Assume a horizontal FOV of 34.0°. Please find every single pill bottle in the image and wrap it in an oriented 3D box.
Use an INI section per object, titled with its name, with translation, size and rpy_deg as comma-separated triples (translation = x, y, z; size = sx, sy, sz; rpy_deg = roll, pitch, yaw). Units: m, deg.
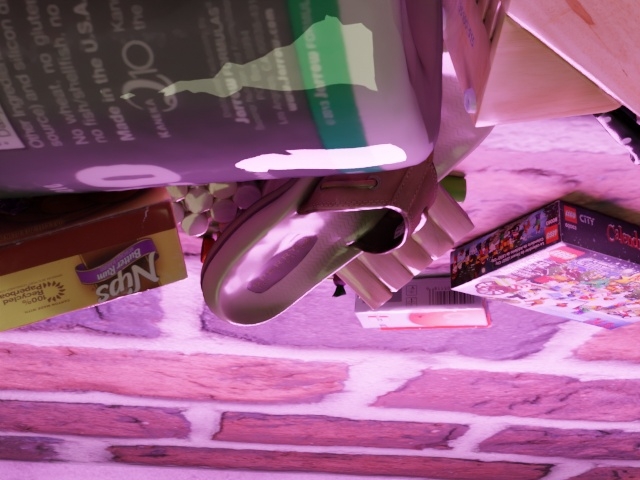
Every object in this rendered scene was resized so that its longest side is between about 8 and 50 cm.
[pill bottle]
translation = -0.130, -0.123, 0.504
size = 0.361, 0.204, 0.204
rpy_deg = -3, 157, 13

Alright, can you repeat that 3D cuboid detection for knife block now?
[knife block]
translation = 0.194, -0.148, 0.563
size = 0.242, 0.088, 0.275
rpy_deg = -9, 149, -8

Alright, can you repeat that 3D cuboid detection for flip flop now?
[flip flop]
translation = 0.026, -0.025, 0.703
size = 0.277, 0.080, 0.112
rpy_deg = -43, 132, 19

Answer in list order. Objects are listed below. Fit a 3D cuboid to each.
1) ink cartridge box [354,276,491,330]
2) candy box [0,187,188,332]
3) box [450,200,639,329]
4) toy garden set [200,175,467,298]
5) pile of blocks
[ink cartridge box]
translation = 0.124, 0.092, 1.227
size = 0.145, 0.045, 0.179
rpy_deg = -3, 155, 12
[candy box]
translation = -0.151, -0.024, 0.601
size = 0.109, 0.186, 0.053
rpy_deg = -16, 117, -13
[box]
translation = 0.272, 0.032, 1.067
size = 0.233, 0.044, 0.159
rpy_deg = 15, 155, -29
[toy garden set]
translation = 0.000, 0.000, 0.998
size = 0.204, 0.049, 0.244
rpy_deg = 7, 157, -13
[pile of blocks]
translation = -0.061, -0.071, 0.784
size = 0.362, 0.112, 0.149
rpy_deg = 17, 117, -24
